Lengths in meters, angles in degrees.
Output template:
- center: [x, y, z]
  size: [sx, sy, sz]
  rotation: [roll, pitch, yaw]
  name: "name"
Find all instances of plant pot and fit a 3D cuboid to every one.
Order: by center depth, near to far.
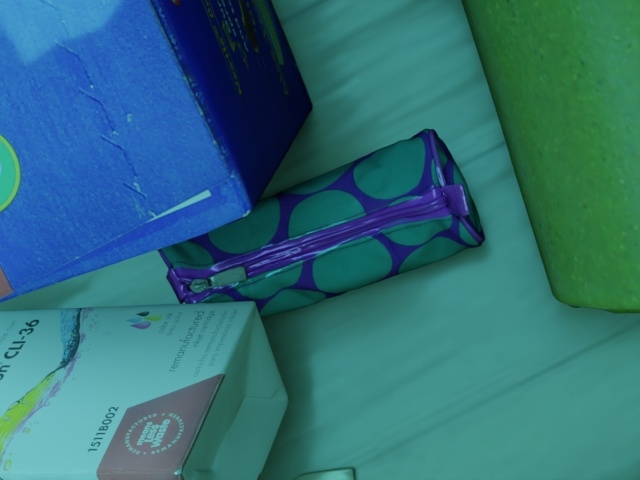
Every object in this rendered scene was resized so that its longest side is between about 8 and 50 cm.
- center: [0.167, -0.109, 0.667]
  size: [0.276, 0.276, 0.254]
  rotation: [-9, 95, 8]
  name: "plant pot"

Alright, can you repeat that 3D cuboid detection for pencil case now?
- center: [0.000, 0.000, 0.759]
  size: [0.152, 0.070, 0.064]
  rotation: [-22, 94, 9]
  name: "pencil case"

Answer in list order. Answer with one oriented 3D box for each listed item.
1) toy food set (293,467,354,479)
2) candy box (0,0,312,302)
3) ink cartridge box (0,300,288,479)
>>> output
- center: [-0.028, 0.214, 0.760]
  size: [0.132, 0.038, 0.192]
  rotation: [-10, 83, 8]
  name: "toy food set"
- center: [-0.113, -0.137, 0.637]
  size: [0.122, 0.317, 0.268]
  rotation: [-22, 98, 7]
  name: "candy box"
- center: [-0.128, 0.090, 0.731]
  size: [0.198, 0.115, 0.067]
  rotation: [-4, 126, 21]
  name: "ink cartridge box"
